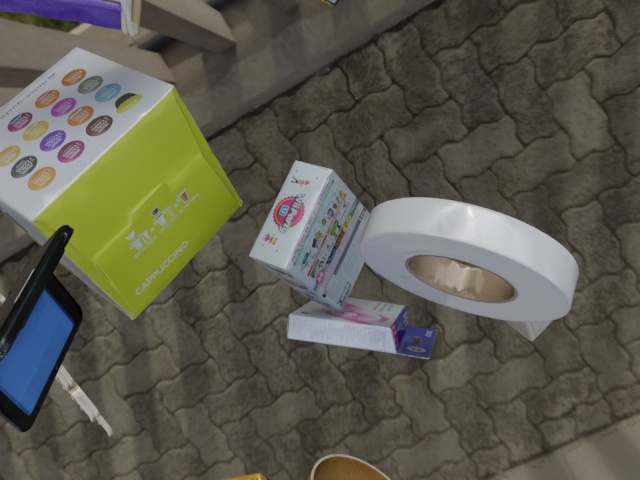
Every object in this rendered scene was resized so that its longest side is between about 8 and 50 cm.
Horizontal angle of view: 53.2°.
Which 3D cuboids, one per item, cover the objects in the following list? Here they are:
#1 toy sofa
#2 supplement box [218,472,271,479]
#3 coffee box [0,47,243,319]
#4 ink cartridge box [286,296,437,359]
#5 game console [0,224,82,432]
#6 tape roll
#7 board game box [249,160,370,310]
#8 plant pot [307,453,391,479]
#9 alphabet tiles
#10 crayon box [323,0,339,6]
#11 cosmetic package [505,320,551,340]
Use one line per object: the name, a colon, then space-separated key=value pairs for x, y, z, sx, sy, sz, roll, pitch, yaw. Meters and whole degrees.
toy sofa: x=-0.466 y=-0.401 z=0.995 sx=0.362 sy=0.150 sz=0.177 roll=3 pitch=133 yaw=-16
supplement box: x=-0.086 y=0.380 z=0.693 sx=0.129 sy=0.191 sz=0.194 roll=-14 pitch=146 yaw=10
coffee box: x=-0.424 y=-0.114 z=1.261 sx=0.334 sy=0.338 sz=0.338 roll=27 pitch=67 yaw=33
ink cartridge box: x=0.118 y=0.202 z=1.578 sx=0.330 sy=0.324 sz=0.071 roll=5 pitch=95 yaw=12
game console: x=-0.212 y=0.068 z=0.495 sx=0.071 sy=0.122 sz=0.107 roll=36 pitch=131 yaw=-26
tape roll: x=0.261 y=0.044 z=1.166 sx=0.392 sy=0.392 sz=0.072 roll=22 pitch=73 yaw=-2
board game box: x=0.000 y=0.000 z=1.372 sx=0.097 sy=0.303 sz=0.224 roll=19 pitch=77 yaw=29
plant pot: x=0.029 y=0.600 z=1.251 sx=0.237 sy=0.237 sz=0.254 roll=28 pitch=107 yaw=-3
alphabet tiles: x=-0.460 y=0.214 z=1.096 sx=0.021 sy=0.284 sz=0.278 roll=-40 pitch=117 yaw=-25
crayon box: x=-0.066 y=-0.664 z=1.178 sx=0.363 sy=0.106 sz=0.313 roll=23 pitch=73 yaw=-18
cosmetic package: x=0.470 y=0.109 z=1.456 sx=0.153 sy=0.296 sz=0.129 roll=-48 pitch=60 yaw=-3
